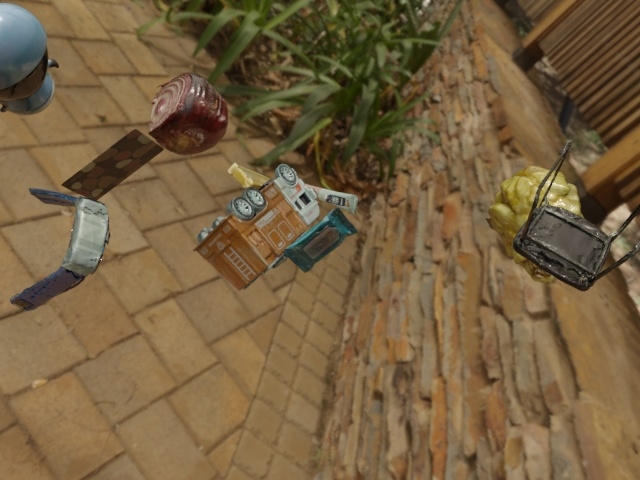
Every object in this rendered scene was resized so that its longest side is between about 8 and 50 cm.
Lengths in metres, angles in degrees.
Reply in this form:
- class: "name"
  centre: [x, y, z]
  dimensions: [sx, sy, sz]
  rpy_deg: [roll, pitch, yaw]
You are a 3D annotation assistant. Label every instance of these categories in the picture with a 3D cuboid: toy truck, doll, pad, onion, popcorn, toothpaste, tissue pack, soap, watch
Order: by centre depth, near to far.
- class: "doll"
  centre: [-0.577, -0.327, 1.159]
  dimensions: [0.141, 0.177, 0.314]
  rpy_deg: [46, -15, 2]
- class: "tissue pack"
  centre: [0.000, 0.000, 1.231]
  dimensions: [0.085, 0.138, 0.028]
  rpy_deg: [46, 6, -41]
- class: "watch"
  centre: [-0.519, -0.023, 1.273]
  dimensions: [0.068, 0.275, 0.276]
  rpy_deg: [21, 56, -43]
- class: "toy truck"
  centre: [-0.115, -0.031, 1.336]
  dimensions: [0.162, 0.136, 0.305]
  rpy_deg: [48, 35, -3]
- class: "popcorn"
  centre: [0.528, -0.031, 1.502]
  dimensions: [0.286, 0.215, 0.252]
  rpy_deg: [56, 4, -24]
- class: "pad"
  centre: [-0.519, -0.186, 1.596]
  dimensions: [0.003, 0.235, 0.158]
  rpy_deg: [56, 4, 16]
- class: "soap"
  centre: [-0.154, -0.148, 1.782]
  dimensions: [0.092, 0.037, 0.252]
  rpy_deg: [44, 12, 29]
- class: "onion"
  centre: [-0.359, -0.359, 1.829]
  dimensions: [0.206, 0.207, 0.216]
  rpy_deg: [34, 41, -42]
- class: "toothpaste"
  centre: [0.017, -0.129, 1.842]
  dimensions: [0.205, 0.056, 0.036]
  rpy_deg: [19, 28, 27]

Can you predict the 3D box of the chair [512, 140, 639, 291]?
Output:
- class: "chair"
  centre: [0.345, 0.001, 0.890]
  dimensions: [0.140, 0.221, 0.145]
  rpy_deg: [32, 57, 14]
